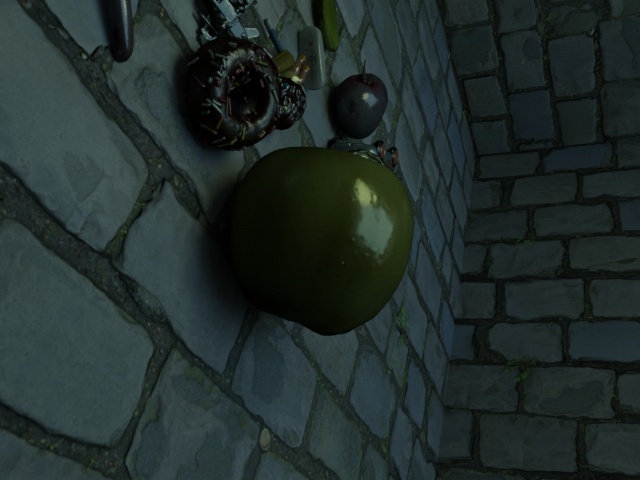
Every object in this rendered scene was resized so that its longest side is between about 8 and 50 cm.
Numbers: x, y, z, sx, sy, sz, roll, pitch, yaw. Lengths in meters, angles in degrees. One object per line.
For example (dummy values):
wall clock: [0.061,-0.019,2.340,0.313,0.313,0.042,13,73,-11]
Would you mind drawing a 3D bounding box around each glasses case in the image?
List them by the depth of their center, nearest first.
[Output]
glasses case: [-0.026,-0.567,1.839,0.049,0.074,0.194,-12,99,-64]

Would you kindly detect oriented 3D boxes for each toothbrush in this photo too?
toothbrush: [-0.102,-0.530,1.744,0.276,0.025,0.019,59,32,-41]

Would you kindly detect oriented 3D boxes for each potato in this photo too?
potato: [0.017,-0.735,1.977,0.119,0.054,0.198,-63,146,-47]

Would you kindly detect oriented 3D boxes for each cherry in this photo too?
cherry: [0.138,-0.473,2.045,0.213,0.183,0.266,-38,136,-43]

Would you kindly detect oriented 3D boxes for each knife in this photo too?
knife: [-0.393,-0.479,1.099,0.123,0.053,0.278,-27,110,-56]

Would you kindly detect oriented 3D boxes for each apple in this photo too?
apple: [0.000,0.000,1.432,0.473,0.473,0.474,13,76,-63]

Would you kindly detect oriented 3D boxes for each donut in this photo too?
donut: [-0.191,-0.334,1.355,0.269,0.103,0.270,-14,110,-45]

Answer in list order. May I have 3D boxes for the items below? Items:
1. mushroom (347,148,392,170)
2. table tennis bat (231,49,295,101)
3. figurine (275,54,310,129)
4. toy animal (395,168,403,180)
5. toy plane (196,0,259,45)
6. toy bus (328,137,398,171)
mushroom: [0.067,-0.134,1.819,0.247,0.130,0.344,43,69,-8]
table tennis bat: [-0.177,-0.394,1.464,0.321,0.050,0.198,-42,131,-36]
figurine: [-0.096,-0.408,1.630,0.175,0.115,0.240,56,39,-48]
toy animal: [0.356,-0.299,2.657,0.084,0.028,0.050,29,70,-61]
toy plane: [-0.245,-0.556,1.375,0.192,0.088,0.262,-51,135,-16]
toy bus: [0.139,-0.229,2.042,0.287,0.194,0.232,-1,100,-65]
